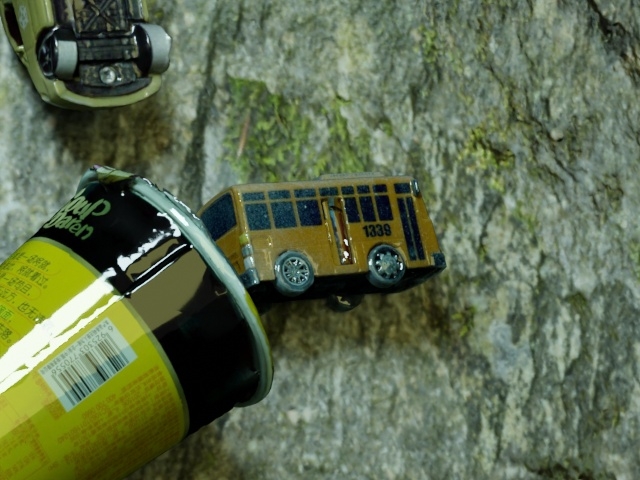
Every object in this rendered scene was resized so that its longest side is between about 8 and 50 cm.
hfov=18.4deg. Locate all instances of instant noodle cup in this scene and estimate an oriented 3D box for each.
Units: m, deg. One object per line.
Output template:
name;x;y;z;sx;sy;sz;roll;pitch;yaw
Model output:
instant noodle cup;-0.182;0.094;1.389;0.236;0.215;0.215;-39;93;-28

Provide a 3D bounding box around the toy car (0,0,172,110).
toy car;-0.200;-0.221;1.535;0.101;0.124;0.256;-7;85;-32

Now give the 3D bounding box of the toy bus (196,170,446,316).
toy bus;0.000;0.000;1.587;0.182;0.091;0.103;-4;75;-30
